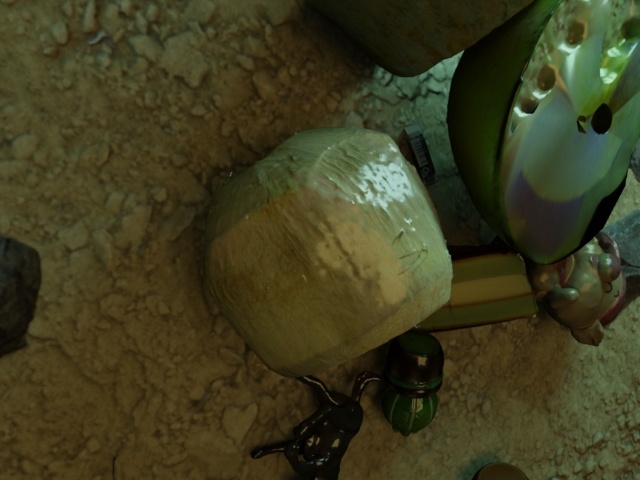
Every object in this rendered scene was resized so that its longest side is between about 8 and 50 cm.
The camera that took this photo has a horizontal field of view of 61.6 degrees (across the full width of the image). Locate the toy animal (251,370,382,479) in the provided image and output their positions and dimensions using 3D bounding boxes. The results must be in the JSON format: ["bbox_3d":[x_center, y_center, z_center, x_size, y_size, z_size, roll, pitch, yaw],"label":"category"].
[{"bbox_3d":[-0.001,0.288,0.795,0.148,0.084,0.233,32,79,-34],"label":"toy animal"}]

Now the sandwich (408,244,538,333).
[{"bbox_3d":[0.195,0.083,0.799,0.144,0.187,0.117,-27,103,-25],"label":"sandwich"}]

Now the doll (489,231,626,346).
[{"bbox_3d":[0.407,0.052,0.898,0.255,0.152,0.196,25,86,-23],"label":"doll"}]

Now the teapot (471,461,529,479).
[{"bbox_3d":[0.304,0.449,0.916,0.173,0.116,0.116,-4,96,4],"label":"teapot"}]

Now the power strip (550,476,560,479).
[{"bbox_3d":[0.367,0.591,0.978,0.367,0.043,0.106,-44,109,-14],"label":"power strip"}]

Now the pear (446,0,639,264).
[{"bbox_3d":[0.304,-0.183,0.751,0.398,0.165,0.399,-17,119,-34],"label":"pear"}]

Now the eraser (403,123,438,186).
[{"bbox_3d":[0.159,-0.135,0.853,0.027,0.019,0.099,-24,103,-6],"label":"eraser"}]

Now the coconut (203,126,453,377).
[{"bbox_3d":[0.000,0.000,0.654,0.297,0.297,0.255,-27,89,-19],"label":"coconut"}]

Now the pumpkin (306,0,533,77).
[{"bbox_3d":[0.162,-0.363,0.675,0.199,0.332,0.332,37,79,-22],"label":"pumpkin"}]

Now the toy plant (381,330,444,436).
[{"bbox_3d":[0.138,0.224,0.822,0.092,0.093,0.163,-5,115,-22],"label":"toy plant"}]
